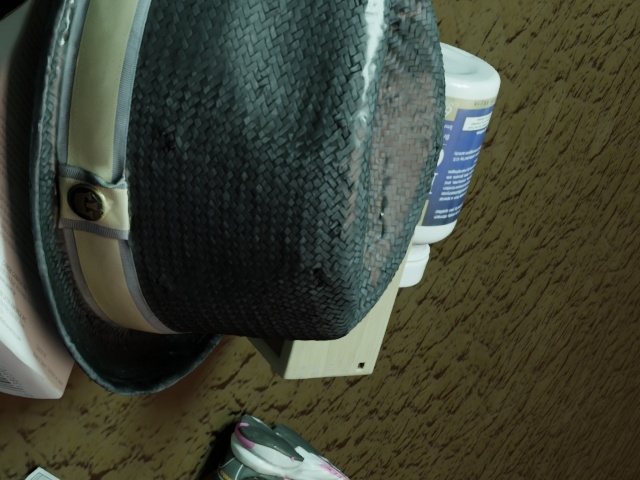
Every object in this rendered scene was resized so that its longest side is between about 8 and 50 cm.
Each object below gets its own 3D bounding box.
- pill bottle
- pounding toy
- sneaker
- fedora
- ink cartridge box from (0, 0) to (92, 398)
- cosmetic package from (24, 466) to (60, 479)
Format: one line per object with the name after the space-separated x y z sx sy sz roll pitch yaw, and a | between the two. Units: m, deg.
0.064 -0.055 1.215 0.094 0.094 0.169 -23 134 -56 | pill bottle
0.000 0.000 1.115 0.100 0.141 0.130 0 118 -32 | pounding toy
-0.040 0.190 1.308 0.077 0.072 0.178 -51 148 2 | sneaker
-0.022 -0.065 0.893 0.334 0.152 0.334 13 90 -71 | fedora
-0.150 -0.051 0.869 0.181 0.056 0.225 64 38 -61 | ink cartridge box
-0.156 0.261 1.089 0.060 0.099 0.239 -43 150 -37 | cosmetic package
